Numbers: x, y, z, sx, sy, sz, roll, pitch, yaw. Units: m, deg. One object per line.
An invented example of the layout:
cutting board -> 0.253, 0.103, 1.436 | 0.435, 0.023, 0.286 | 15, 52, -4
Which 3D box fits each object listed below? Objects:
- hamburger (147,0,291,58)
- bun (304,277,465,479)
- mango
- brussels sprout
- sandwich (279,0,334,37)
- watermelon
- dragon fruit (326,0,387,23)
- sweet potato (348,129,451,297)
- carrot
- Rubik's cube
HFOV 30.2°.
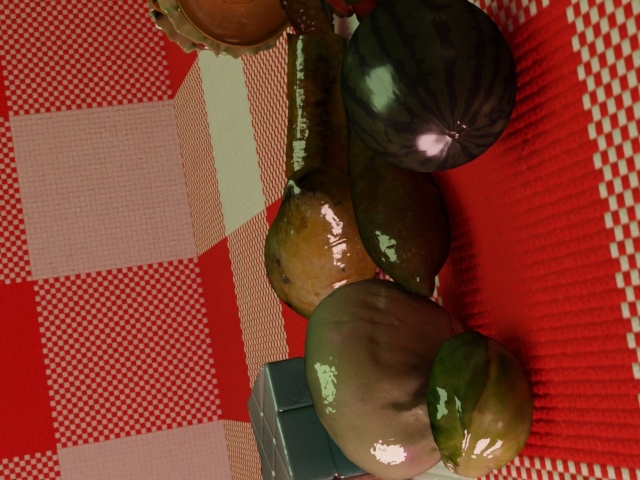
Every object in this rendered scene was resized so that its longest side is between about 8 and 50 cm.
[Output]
hamburger -> -0.161, -0.435, 1.940 | 0.212, 0.274, 0.275 | -156, 59, -67
bun -> 0.113, 0.172, 1.582 | 0.179, 0.283, 0.283 | -27, 67, 33
mango -> 0.007, -0.001, 1.935 | 0.176, 0.176, 0.330 | 54, 146, 36
brussels sprout -> 0.192, 0.203, 1.456 | 0.145, 0.131, 0.183 | 161, 105, -79
sandwich -> -0.020, -0.434, 1.776 | 0.215, 0.065, 0.186 | -77, -26, -45
watermelon -> 0.123, -0.185, 1.371 | 0.212, 0.212, 0.212 | 172, 90, -74
dragon fruit -> 0.057, -0.378, 1.699 | 0.121, 0.130, 0.142 | 30, 133, 28
sweet potato -> 0.098, -0.078, 1.690 | 0.423, 0.130, 0.131 | -106, 16, -51
carrot -> -0.006, -0.206, 1.995 | 0.114, 0.114, 0.302 | -135, 42, -65
Rubik's cube -> 0.014, 0.318, 1.971 | 0.221, 0.224, 0.231 | 114, 144, -63
